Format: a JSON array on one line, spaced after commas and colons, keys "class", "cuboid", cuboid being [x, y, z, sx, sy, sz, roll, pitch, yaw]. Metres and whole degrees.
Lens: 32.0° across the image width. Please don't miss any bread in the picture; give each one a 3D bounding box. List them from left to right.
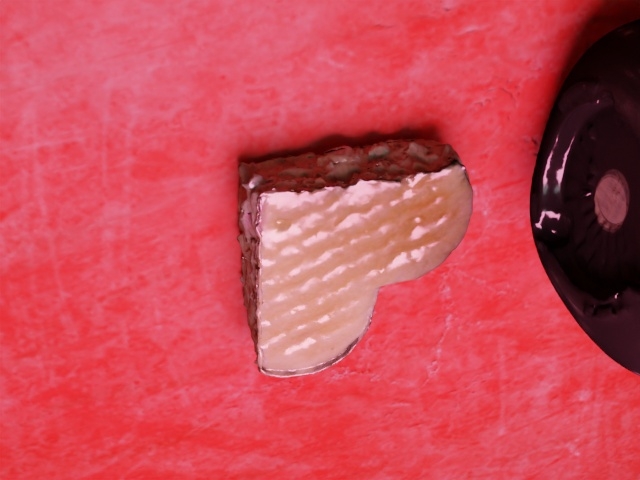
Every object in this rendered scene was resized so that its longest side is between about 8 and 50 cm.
[{"class": "bread", "cuboid": [0.000, 0.000, 0.828, 0.172, 0.064, 0.232, 31, 112, -32]}]

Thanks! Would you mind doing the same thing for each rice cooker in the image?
[{"class": "rice cooker", "cuboid": [0.282, -0.028, 0.773, 0.224, 0.267, 0.267, -1, 127, -21]}]
